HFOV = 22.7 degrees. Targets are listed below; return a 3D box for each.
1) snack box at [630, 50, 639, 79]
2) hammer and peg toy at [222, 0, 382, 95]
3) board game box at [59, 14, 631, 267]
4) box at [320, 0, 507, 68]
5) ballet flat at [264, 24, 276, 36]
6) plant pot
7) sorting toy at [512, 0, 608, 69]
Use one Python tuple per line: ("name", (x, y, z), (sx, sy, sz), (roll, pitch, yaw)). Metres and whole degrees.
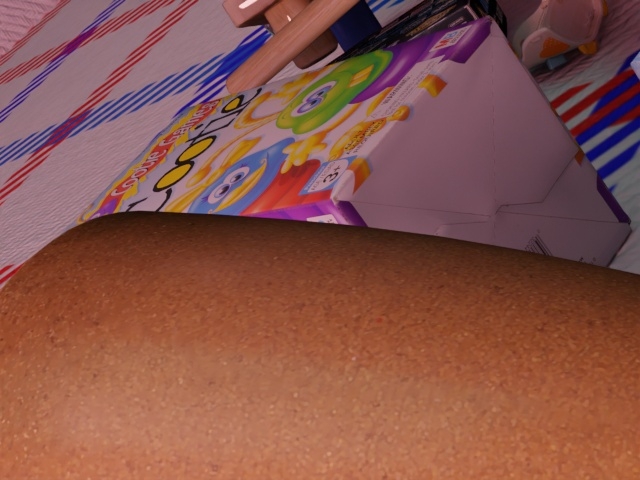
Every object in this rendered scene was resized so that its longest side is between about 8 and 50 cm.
("snack box", (0.300, -0.107, 0.623), (0.322, 0.060, 0.187), (11, 55, 52))
("hammer and peg toy", (0.042, -0.236, 1.195), (0.266, 0.127, 0.361), (-32, 1, 16))
("board game box", (0.000, 0.000, 0.864), (0.275, 0.142, 0.144), (-10, 34, 52))
("box", (0.030, -0.106, 1.147), (0.220, 0.051, 0.175), (-32, 11, 14))
("ballet flat", (0.031, -0.243, 1.492), (0.188, 0.070, 0.070), (-36, 20, 11))
("plant pot", (0.049, 0.097, 0.490), (0.254, 0.237, 0.237), (-6, 35, 32))
("sorting toy", (0.150, -0.138, 1.071), (0.075, 0.045, 0.083), (-33, 25, 46))
